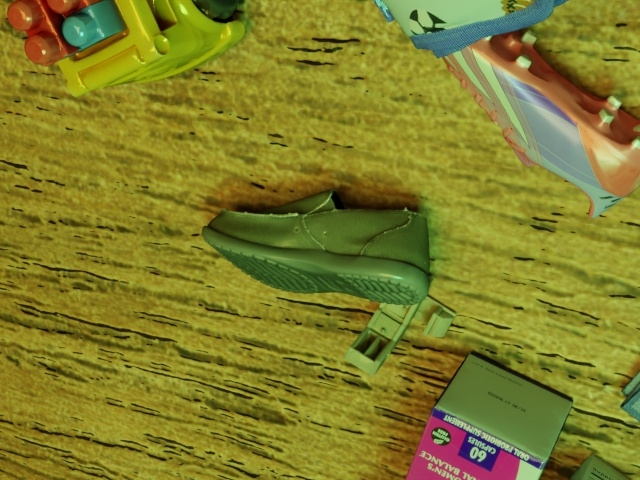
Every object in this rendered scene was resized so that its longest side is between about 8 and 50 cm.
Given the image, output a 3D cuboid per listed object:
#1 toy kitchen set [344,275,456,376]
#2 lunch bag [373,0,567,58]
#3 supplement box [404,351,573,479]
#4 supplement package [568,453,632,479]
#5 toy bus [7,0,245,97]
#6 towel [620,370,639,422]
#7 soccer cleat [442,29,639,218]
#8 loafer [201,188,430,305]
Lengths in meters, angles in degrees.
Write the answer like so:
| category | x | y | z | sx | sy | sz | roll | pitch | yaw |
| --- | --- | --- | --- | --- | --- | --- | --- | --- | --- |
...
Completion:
| category | x | y | z | sx | sy | sz | roll | pitch | yaw |
| --- | --- | --- | --- | --- | --- | --- | --- | --- | --- |
| toy kitchen set | 0.080 | 0.082 | 1.058 | 0.068 | 0.075 | 0.083 | 31 | 125 | 11 |
| lunch bag | 0.127 | -0.333 | 0.727 | 0.385 | 0.239 | 0.328 | -26 | 112 | 32 |
| supplement box | 0.142 | 0.239 | 1.073 | 0.111 | 0.114 | 0.220 | 24 | 121 | 15 |
| supplement package | 0.235 | 0.344 | 1.015 | 0.149 | 0.203 | 0.194 | 34 | 121 | 11 |
| toy bus | -0.199 | -0.238 | 0.986 | 0.149 | 0.211 | 0.220 | -17 | 101 | 33 |
| towel | 0.409 | 0.102 | 0.927 | 0.209 | 0.034 | 0.285 | 38 | 123 | 8 |
| soccer cleat | 0.163 | -0.118 | 0.934 | 0.248 | 0.083 | 0.095 | 37 | 127 | 5 |
| loafer | 0.000 | 0.000 | 1.071 | 0.251 | 0.087 | 0.094 | 10 | 159 | 31 |
